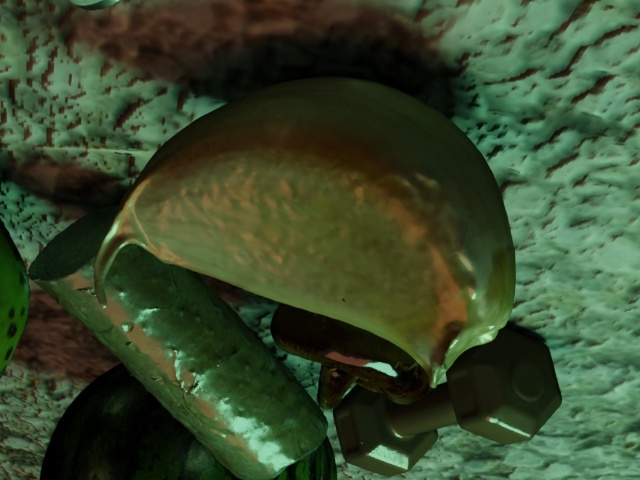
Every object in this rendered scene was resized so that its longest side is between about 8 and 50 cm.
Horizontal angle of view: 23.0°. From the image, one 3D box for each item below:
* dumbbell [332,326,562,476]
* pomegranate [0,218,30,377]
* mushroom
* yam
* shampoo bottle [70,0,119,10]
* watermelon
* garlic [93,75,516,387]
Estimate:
[{"bbox_3d":[0.101,0.136,1.295,0.082,0.092,0.231,-9,169,-34],"label":"dumbbell"},{"bbox_3d":[-0.311,0.033,1.161,0.211,0.211,0.263,7,-164,10],"label":"pomegranate"},{"bbox_3d":[0.024,0.085,1.228,0.135,0.080,0.170,29,159,-3],"label":"mushroom"},{"bbox_3d":[-0.099,0.082,1.183,0.093,0.093,0.259,-13,128,43],"label":"yam"},{"bbox_3d":[-0.163,-0.186,0.743,0.057,0.063,0.208,-18,143,29],"label":"shampoo bottle"},{"bbox_3d":[-0.114,0.218,1.374,0.269,0.269,0.269,10,156,5],"label":"watermelon"},{"bbox_3d":[-0.002,-0.015,0.924,0.245,0.164,0.145,13,173,11],"label":"garlic"}]
